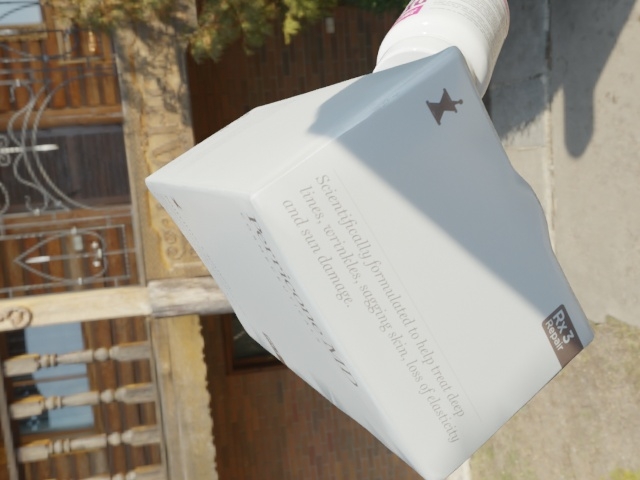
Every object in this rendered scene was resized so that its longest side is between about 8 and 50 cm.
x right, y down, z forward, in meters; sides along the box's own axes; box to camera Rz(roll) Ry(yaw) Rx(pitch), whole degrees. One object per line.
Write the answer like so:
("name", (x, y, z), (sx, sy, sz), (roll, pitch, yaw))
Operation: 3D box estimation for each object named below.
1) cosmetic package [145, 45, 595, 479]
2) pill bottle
("cosmetic package", (0.000, 0.000, 0.528), (0.217, 0.156, 0.385), (58, 166, -16))
("pill bottle", (0.175, -0.271, 0.931), (0.283, 0.160, 0.160), (-61, -21, -46))
